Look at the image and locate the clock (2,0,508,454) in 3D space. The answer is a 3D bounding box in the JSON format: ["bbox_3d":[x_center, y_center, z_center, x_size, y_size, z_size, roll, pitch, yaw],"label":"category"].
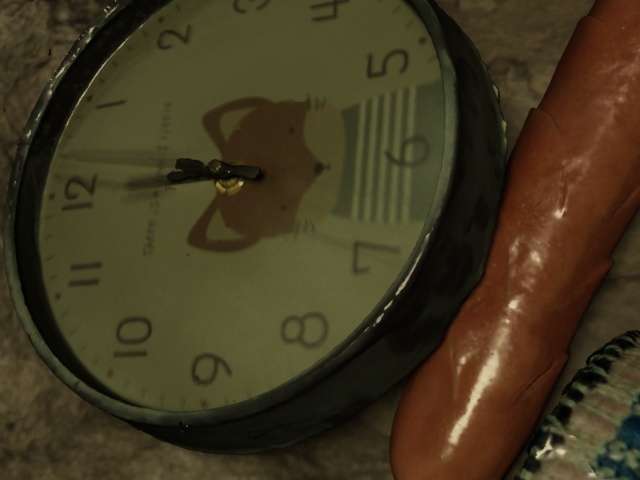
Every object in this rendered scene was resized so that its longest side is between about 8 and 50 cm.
[{"bbox_3d":[-0.051,-0.037,0.641,0.325,0.067,0.325,-10,66,25],"label":"clock"}]

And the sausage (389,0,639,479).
[{"bbox_3d":[0.151,-0.036,0.617,0.088,0.088,0.433,26,82,20],"label":"sausage"}]

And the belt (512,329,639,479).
[{"bbox_3d":[0.141,0.200,0.482,0.161,0.207,0.295,26,81,22],"label":"belt"}]
